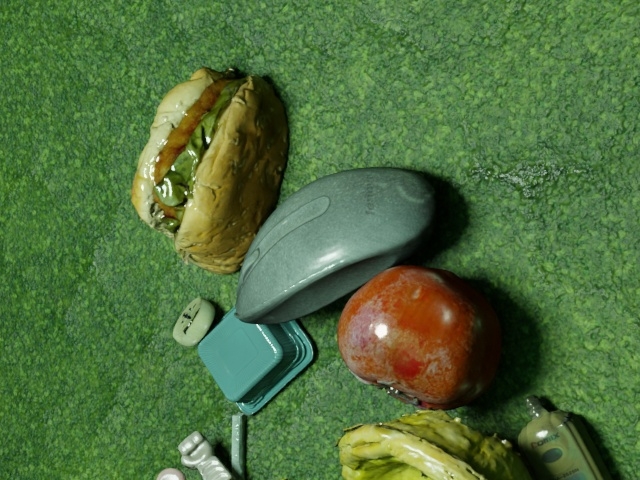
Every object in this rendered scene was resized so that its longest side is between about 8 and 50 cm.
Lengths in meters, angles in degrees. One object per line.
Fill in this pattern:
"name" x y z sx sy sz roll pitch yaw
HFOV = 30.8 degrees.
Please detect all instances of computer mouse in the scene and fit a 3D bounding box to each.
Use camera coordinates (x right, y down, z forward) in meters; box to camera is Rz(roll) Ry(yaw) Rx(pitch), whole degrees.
"computer mouse" -0.002 -0.003 1.710 0.374 0.114 0.203 -28 42 23

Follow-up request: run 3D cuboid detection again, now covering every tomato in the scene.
"tomato" 0.138 0.128 1.623 0.232 0.232 0.189 15 75 28

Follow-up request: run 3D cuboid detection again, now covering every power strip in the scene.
"power strip" 0.375 0.387 1.585 0.092 0.066 0.388 -32 77 24

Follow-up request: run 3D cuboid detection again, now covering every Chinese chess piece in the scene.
"Chinese chess piece" -0.206 0.132 1.889 0.034 0.084 0.084 35 115 -19

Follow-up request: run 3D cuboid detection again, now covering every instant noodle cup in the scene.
"instant noodle cup" -0.115 0.175 1.848 0.179 0.070 0.157 -45 70 25

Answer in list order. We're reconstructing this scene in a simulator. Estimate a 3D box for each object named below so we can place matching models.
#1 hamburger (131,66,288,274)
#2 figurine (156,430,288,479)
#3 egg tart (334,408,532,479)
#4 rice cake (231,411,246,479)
"hamburger" -0.180 -0.099 1.791 0.162 0.209 0.330 20 104 27
"figurine" -0.197 0.453 1.806 0.308 0.308 0.143 29 138 25
"egg tart" 0.176 0.342 1.608 0.345 0.132 0.345 28 150 18
"rice cake" -0.133 0.340 1.891 0.021 0.022 0.121 4 95 26
